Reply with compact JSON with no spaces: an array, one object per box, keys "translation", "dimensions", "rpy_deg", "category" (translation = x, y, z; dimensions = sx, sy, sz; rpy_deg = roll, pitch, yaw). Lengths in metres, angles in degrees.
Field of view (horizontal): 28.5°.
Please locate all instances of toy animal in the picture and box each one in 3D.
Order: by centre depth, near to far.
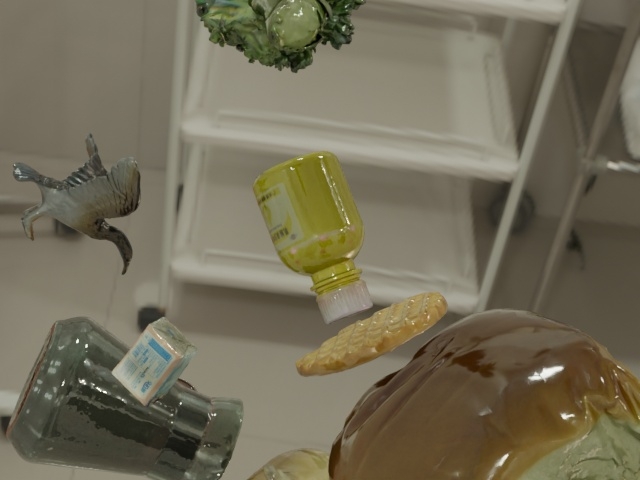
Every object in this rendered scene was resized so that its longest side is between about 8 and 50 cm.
[{"translation":[-0.330,-0.041,1.731],"dimensions":[0.160,0.197,0.272],"rpy_deg":[-10,20,-11],"category":"toy animal"}]

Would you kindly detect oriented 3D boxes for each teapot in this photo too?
[{"translation":[-0.325,0.286,2.114],"dimensions":[0.344,0.253,0.300],"rpy_deg":[26,19,-14],"category":"teapot"}]

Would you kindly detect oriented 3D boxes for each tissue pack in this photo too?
[{"translation":[-0.215,0.157,1.645],"dimensions":[0.074,0.094,0.059],"rpy_deg":[43,18,11],"category":"tissue pack"}]

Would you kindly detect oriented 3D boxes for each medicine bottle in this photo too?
[{"translation":[0.000,0.000,1.651],"dimensions":[0.122,0.122,0.212],"rpy_deg":[-17,83,-28],"category":"medicine bottle"}]

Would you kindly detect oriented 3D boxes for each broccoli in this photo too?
[{"translation":[-0.021,-0.276,1.273],"dimensions":[0.177,0.198,0.275],"rpy_deg":[17,0,-13],"category":"broccoli"}]

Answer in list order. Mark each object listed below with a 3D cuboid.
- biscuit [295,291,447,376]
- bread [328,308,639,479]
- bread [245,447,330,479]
[{"translation":[0.109,0.168,2.313],"dimensions":[0.309,0.040,0.204],"rpy_deg":[-27,8,-18],"category":"biscuit"},{"translation":[0.164,0.197,1.136],"dimensions":[0.279,0.225,0.250],"rpy_deg":[-36,24,-13],"category":"bread"},{"translation":[-0.013,0.501,1.871],"dimensions":[0.348,0.253,0.376],"rpy_deg":[48,21,6],"category":"bread"}]
